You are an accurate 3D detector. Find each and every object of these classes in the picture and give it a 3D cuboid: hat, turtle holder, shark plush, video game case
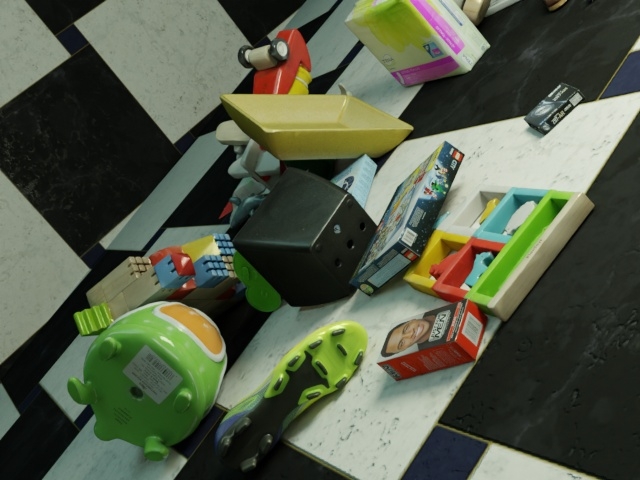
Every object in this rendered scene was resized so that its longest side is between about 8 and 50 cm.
[{"bbox_3d":[-0.083,-0.184,1.892,0.208,0.183,0.173,-19,42,47],"label":"hat"},{"bbox_3d":[-0.293,0.258,1.497,0.227,0.243,0.320,-50,-27,-58],"label":"turtle holder"},{"bbox_3d":[-0.169,-0.081,2.140,0.161,0.073,0.067,-13,54,24],"label":"shark plush"},{"bbox_3d":[0.445,-0.572,1.827,0.143,0.019,0.157,-55,20,-23],"label":"video game case"}]

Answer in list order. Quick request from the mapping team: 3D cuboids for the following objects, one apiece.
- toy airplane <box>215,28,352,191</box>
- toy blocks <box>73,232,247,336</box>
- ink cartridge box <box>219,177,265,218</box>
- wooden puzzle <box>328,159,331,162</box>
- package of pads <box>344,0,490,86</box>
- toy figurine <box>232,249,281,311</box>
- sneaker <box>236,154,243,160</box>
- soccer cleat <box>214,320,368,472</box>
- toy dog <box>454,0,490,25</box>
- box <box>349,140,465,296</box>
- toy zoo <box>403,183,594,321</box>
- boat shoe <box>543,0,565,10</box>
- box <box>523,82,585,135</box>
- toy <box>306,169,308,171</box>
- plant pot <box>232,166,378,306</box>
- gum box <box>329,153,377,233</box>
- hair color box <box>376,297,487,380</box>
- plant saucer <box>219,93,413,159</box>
[{"bbox_3d":[-0.090,-0.306,2.137,0.384,0.272,0.386,-50,54,22],"label":"toy airplane"},{"bbox_3d":[-0.273,0.085,1.668,0.261,0.191,0.381,-35,-21,28],"label":"toy blocks"},{"bbox_3d":[-0.211,-0.174,2.363,0.224,0.056,0.181,-25,29,43],"label":"ink cartridge box"},{"bbox_3d":[0.026,-0.198,1.977,0.116,0.014,0.078,-42,16,14],"label":"wooden puzzle"},{"bbox_3d":[0.199,-0.459,1.803,0.101,0.229,0.296,-51,19,-13],"label":"package of pads"},{"bbox_3d":[-0.084,0.026,1.600,0.159,0.130,0.173,-66,-15,-50],"label":"toy figurine"},{"bbox_3d":[-0.180,-0.258,2.458,0.134,0.051,0.070,-18,-14,10],"label":"sneaker"},{"bbox_3d":[-0.050,0.217,1.218,0.289,0.093,0.121,-46,13,2],"label":"soccer cleat"},{"bbox_3d":[0.347,-0.609,1.846,0.333,0.220,0.161,-41,-14,-4],"label":"toy dog"},{"bbox_3d":[0.141,-0.036,1.323,0.159,0.044,0.233,-46,12,53],"label":"box"},{"bbox_3d":[0.226,0.004,1.148,0.192,0.030,0.293,-50,19,-9],"label":"toy zoo"},{"bbox_3d":[0.471,-0.536,1.628,0.073,0.073,0.207,-25,30,44],"label":"boat shoe"},{"bbox_3d":[0.365,-0.206,1.286,0.083,0.018,0.067,-44,20,10],"label":"box"},{"bbox_3d":[-0.072,-0.048,1.793,0.237,0.056,0.137,-46,22,62],"label":"toy"},{"bbox_3d":[0.000,0.000,1.425,0.167,0.187,0.188,6,54,50],"label":"plant pot"},{"bbox_3d":[0.034,-0.076,1.681,0.157,0.041,0.184,-34,22,35],"label":"gum box"},{"bbox_3d":[0.142,0.130,1.059,0.141,0.043,0.072,-27,29,45],"label":"hair color box"},{"bbox_3d":[-0.019,-0.244,1.776,0.333,0.332,0.081,-137,47,-58],"label":"plant saucer"}]
